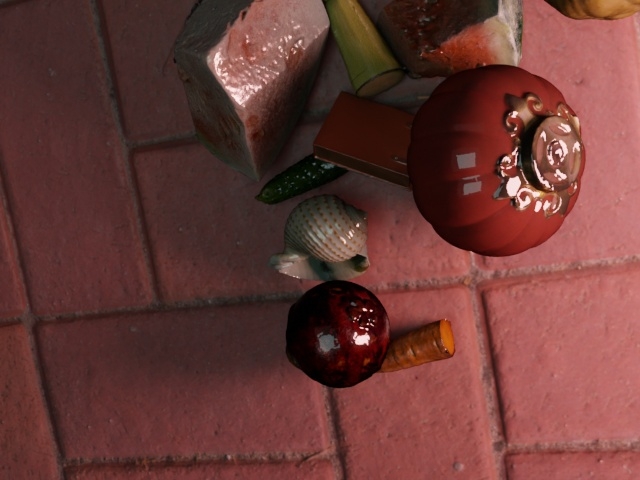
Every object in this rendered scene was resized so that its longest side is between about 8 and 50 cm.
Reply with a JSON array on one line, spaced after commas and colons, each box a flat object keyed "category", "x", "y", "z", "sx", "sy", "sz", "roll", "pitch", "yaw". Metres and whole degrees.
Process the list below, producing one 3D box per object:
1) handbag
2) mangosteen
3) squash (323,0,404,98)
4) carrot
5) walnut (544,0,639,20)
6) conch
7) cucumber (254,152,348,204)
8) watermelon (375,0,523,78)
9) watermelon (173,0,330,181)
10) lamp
[{"category": "handbag", "x": 0.098, "y": -0.173, "z": 1.527, "sx": 0.190, "sy": 0.063, "sz": 0.127, "roll": 19, "pitch": 64, "yaw": 14}, {"category": "mangosteen", "x": 0.028, "y": 0.172, "z": 1.590, "sx": 0.209, "sy": 0.210, "sz": 0.210, "roll": 4, "pitch": 103, "yaw": 19}, {"category": "squash", "x": 0.055, "y": -0.361, "z": 1.515, "sx": 0.094, "sy": 0.094, "sz": 0.224, "roll": -29, "pitch": 86, "yaw": 23}, {"category": "carrot", "x": 0.153, "y": 0.207, "z": 1.627, "sx": 0.205, "sy": 0.072, "sz": 0.072, "roll": -24, "pitch": 93, "yaw": 31}, {"category": "walnut", "x": 0.388, "y": -0.459, "z": 1.282, "sx": 0.253, "sy": 0.277, "sz": 0.282, "roll": -7, "pitch": 110, "yaw": 26}, {"category": "conch", "x": 0.003, "y": -0.010, "z": 1.585, "sx": 0.200, "sy": 0.172, "sz": 0.131, "roll": -8, "pitch": 66, "yaw": 29}, {"category": "cucumber", "x": -0.027, "y": -0.119, "z": 1.612, "sx": 0.227, "sy": 0.069, "sz": 0.069, "roll": -26, "pitch": 92, "yaw": 24}, {"category": "watermelon", "x": 0.203, "y": -0.358, "z": 1.462, "sx": 0.256, "sy": 0.139, "sz": 0.193, "roll": -10, "pitch": 90, "yaw": 29}, {"category": "watermelon", "x": -0.144, "y": -0.301, "z": 1.507, "sx": 0.228, "sy": 0.258, "sz": 0.387, "roll": 23, "pitch": 109, "yaw": 18}, {"category": "lamp", "x": 0.276, "y": -0.125, "z": 1.387, "sx": 0.257, "sy": 0.303, "sz": 0.303, "roll": -2, "pitch": 104, "yaw": 58}]
